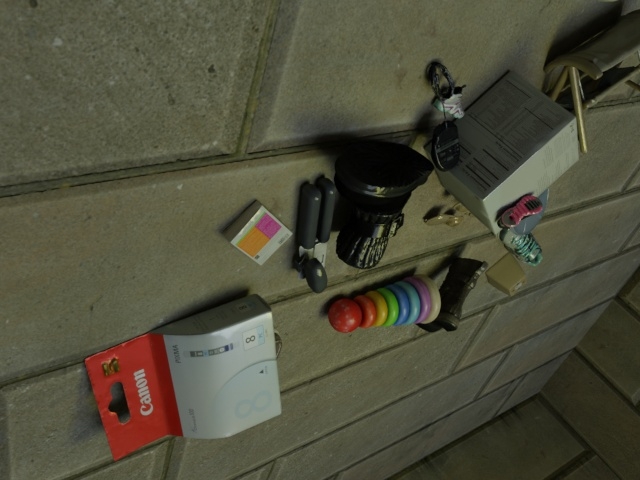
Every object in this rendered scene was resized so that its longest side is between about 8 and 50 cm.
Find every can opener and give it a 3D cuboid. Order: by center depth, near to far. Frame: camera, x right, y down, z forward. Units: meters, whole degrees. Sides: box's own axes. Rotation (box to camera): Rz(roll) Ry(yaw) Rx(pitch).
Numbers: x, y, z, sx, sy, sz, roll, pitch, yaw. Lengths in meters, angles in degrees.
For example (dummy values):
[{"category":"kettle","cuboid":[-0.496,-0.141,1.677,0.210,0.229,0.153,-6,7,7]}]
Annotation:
[{"category":"can opener","cuboid":[0.000,0.000,1.386,0.076,0.095,0.283,-24,145,-26]}]

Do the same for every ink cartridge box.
[{"category":"ink cartridge box","cuboid":[-0.276,0.316,1.407,0.385,0.091,0.308,-20,126,-26]}]

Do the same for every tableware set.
[{"category":"tableware set","cuboid":[0.360,-0.068,1.692,0.168,0.020,0.141,-24,158,36]}]

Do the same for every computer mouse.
[{"category":"computer mouse","cuboid":[0.247,-0.252,1.347,0.071,0.041,0.242,-26,124,-22]}]

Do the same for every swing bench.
[{"category":"swing bench","cuboid":[0.674,-0.396,1.554,0.253,0.165,0.255,-32,142,-13]}]

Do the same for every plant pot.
[{"category":"plant pot","cuboid":[0.639,0.124,2.207,0.109,0.096,0.109,-41,149,0]}]

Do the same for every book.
[{"category":"book","cuboid":[-0.122,-0.013,1.304,0.096,0.035,0.144,-44,149,0]}]

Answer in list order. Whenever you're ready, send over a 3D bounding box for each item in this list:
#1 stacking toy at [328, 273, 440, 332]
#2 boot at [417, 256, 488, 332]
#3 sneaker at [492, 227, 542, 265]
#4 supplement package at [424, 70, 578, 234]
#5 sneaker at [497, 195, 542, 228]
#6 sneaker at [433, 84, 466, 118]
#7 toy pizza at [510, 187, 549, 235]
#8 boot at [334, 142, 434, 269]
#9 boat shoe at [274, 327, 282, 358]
[{"category":"stacking toy","cuboid":[0.162,0.180,1.767,0.330,0.141,0.141,-7,135,-32]},{"category":"boot","cuboid":[0.372,0.154,1.937,0.091,0.263,0.229,37,70,-24]},{"category":"sneaker","cuboid":[0.632,0.001,2.023,0.110,0.122,0.283,-46,147,10]},{"category":"supplement package","cuboid":[0.416,-0.197,1.484,0.262,0.198,0.199,-42,149,2]},{"category":"sneaker","cuboid":[0.444,-0.061,1.461,0.119,0.047,0.057,-26,168,-20]},{"category":"sneaker","cuboid":[0.290,-0.299,1.377,0.098,0.038,0.069,3,129,-48]},{"category":"toy pizza","cuboid":[0.601,-0.112,1.901,0.201,0.032,0.201,-19,119,-37]},{"category":"boot","cuboid":[0.092,-0.057,1.332,0.348,0.131,0.260,-13,141,-57]},{"category":"boat shoe","cuboid":[-0.182,0.360,1.633,0.116,0.097,0.324,9,124,-50]}]
